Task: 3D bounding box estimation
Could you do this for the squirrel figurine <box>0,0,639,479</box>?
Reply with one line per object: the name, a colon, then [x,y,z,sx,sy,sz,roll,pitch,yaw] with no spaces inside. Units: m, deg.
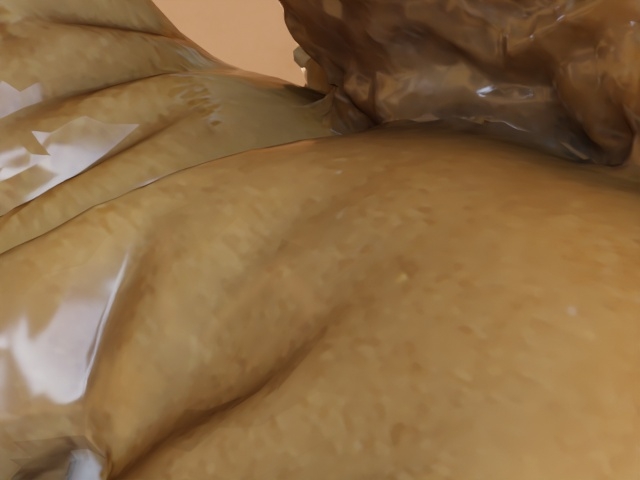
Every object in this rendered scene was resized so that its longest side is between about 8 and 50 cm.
squirrel figurine: [0.000,0.000,0.493,0.397,0.281,0.370,-43,51,4]
